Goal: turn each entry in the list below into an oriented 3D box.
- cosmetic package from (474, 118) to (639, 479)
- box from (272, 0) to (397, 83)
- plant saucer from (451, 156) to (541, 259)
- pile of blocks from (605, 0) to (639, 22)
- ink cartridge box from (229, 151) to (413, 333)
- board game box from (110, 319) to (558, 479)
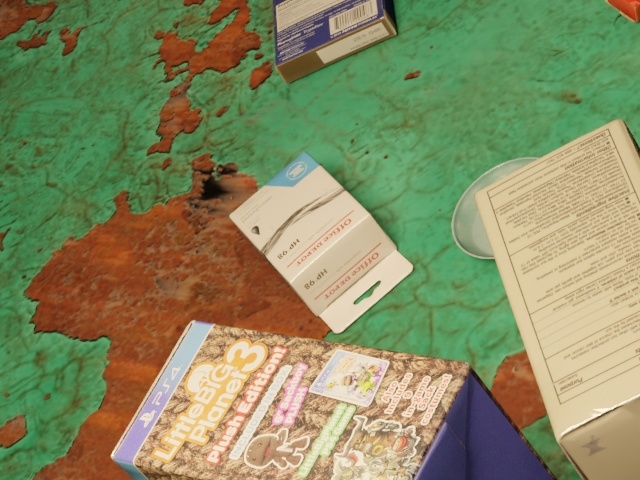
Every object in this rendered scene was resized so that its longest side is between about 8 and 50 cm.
[{"bbox_3d":[0.245,0.060,1.633,0.153,0.129,0.296,-26,41,13],"label":"cosmetic package"},{"bbox_3d":[0.011,-0.282,2.200,0.136,0.036,0.225,-23,43,18],"label":"box"},{"bbox_3d":[0.180,-0.025,1.844,0.119,0.021,0.119,-21,44,21],"label":"plant saucer"},{"bbox_3d":[0.397,-0.286,1.826,0.362,0.149,0.112,-13,46,27],"label":"pile of blocks"},{"bbox_3d":[0.000,0.000,1.926,0.104,0.060,0.180,-41,40,-3],"label":"ink cartridge box"},{"bbox_3d":[0.024,0.200,1.587,0.291,0.232,0.141,7,57,40],"label":"board game box"}]
